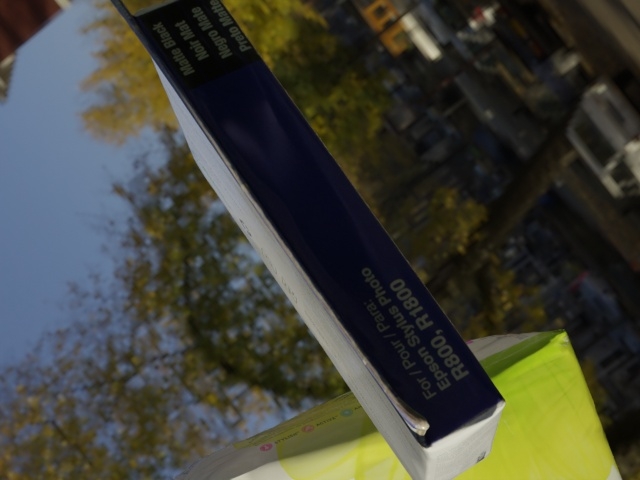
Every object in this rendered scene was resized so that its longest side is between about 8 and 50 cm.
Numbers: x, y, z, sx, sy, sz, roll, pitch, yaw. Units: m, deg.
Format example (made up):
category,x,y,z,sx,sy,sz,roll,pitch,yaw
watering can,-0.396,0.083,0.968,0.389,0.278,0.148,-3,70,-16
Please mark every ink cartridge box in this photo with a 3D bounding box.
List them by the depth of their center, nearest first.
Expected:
category,x,y,z,sx,sy,sz,roll,pitch,yaw
ink cartridge box,0.000,0.000,0.585,0.223,0.045,0.224,55,175,15

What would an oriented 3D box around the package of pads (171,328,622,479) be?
category,x,y,z,sx,sy,sz,roll,pitch,yaw
package of pads,0.067,0.204,0.895,0.229,0.296,0.101,69,159,-1
